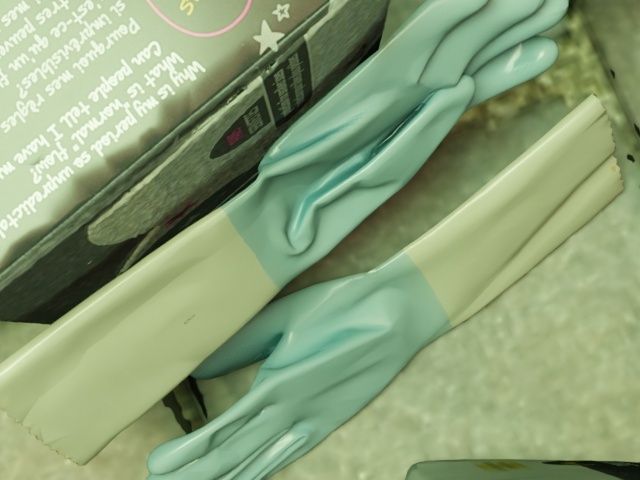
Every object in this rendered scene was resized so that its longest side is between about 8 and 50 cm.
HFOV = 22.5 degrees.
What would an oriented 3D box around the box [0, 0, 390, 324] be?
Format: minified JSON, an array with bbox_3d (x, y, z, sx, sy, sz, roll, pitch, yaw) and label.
[{"bbox_3d":[-0.076,-0.071,0.545,0.163,0.247,0.142,-40,88,-3],"label":"box"}]

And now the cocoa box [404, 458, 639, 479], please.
[{"bbox_3d":[0.148,0.190,0.480,0.228,0.347,0.231,1,86,-1],"label":"cocoa box"}]

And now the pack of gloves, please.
[{"bbox_3d":[0.000,0.000,0.585,0.232,0.195,0.046,-40,60,-4],"label":"pack of gloves"}]
